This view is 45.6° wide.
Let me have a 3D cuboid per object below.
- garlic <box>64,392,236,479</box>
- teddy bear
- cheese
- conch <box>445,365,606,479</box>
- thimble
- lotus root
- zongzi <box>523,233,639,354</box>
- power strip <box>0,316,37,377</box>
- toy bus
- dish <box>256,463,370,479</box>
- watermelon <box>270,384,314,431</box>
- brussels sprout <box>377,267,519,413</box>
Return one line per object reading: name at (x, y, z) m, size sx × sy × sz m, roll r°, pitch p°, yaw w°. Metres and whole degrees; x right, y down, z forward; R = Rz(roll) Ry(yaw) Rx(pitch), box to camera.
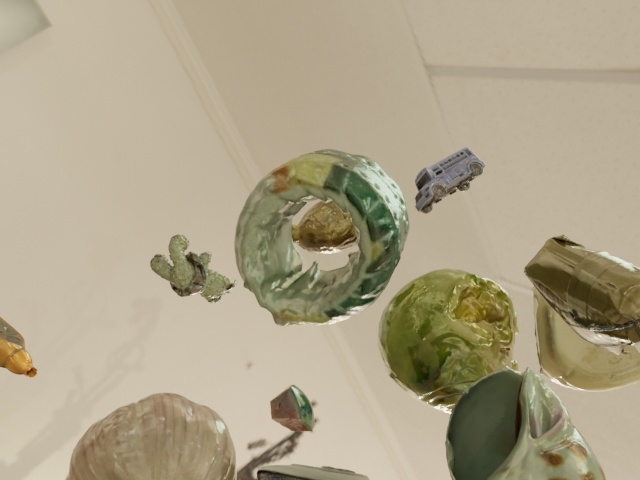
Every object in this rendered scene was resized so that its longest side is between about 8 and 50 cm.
garlic at (-0.288, 0.409, 1.350) m, size 0.259 × 0.317 × 0.317 m, roll 48°, pitch -16°, yaw 53°
teddy bear at (-0.303, 0.088, 1.845) m, size 0.213 × 0.133 × 0.111 m, roll 35°, pitch 23°, yaw -16°
cheese at (0.555, 0.179, 1.575) m, size 0.127 × 0.233 × 0.265 m, roll 44°, pitch 43°, yaw -87°
conch at (0.305, 0.390, 1.163) m, size 0.250 × 0.368 × 0.197 m, roll 8°, pitch -41°, yaw 23°
thimble at (0.000, 0.000, 1.212) m, size 0.254 × 0.167 × 0.288 m, roll 28°, pitch -66°, yaw 7°
lotus root at (0.018, -0.029, 1.759) m, size 0.138 × 0.214 × 0.138 m, roll 55°, pitch -24°, yaw 39°
zongzi at (0.424, 0.121, 1.058) m, size 0.256 × 0.115 × 0.228 m, roll 50°, pitch -4°, yaw -23°
power strip at (-0.346, 0.079, 0.756) m, size 0.178 × 0.028 × 0.049 m, roll 36°, pitch 3°, yaw 14°
toy bus at (0.248, -0.121, 1.529) m, size 0.076 × 0.167 × 0.073 m, roll 54°, pitch -31°, yaw 12°
dish at (0.011, 0.495, 1.465) m, size 0.243 × 0.080 × 0.181 m, roll 3°, pitch -58°, yaw 17°
watermelon at (-0.046, 0.305, 1.347) m, size 0.084 × 0.072 × 0.092 m, roll 43°, pitch 2°, yaw -14°
brussels sprout at (0.287, 0.228, 1.671) m, size 0.344 × 0.344 × 0.268 m, roll 58°, pitch 20°, yaw -15°
